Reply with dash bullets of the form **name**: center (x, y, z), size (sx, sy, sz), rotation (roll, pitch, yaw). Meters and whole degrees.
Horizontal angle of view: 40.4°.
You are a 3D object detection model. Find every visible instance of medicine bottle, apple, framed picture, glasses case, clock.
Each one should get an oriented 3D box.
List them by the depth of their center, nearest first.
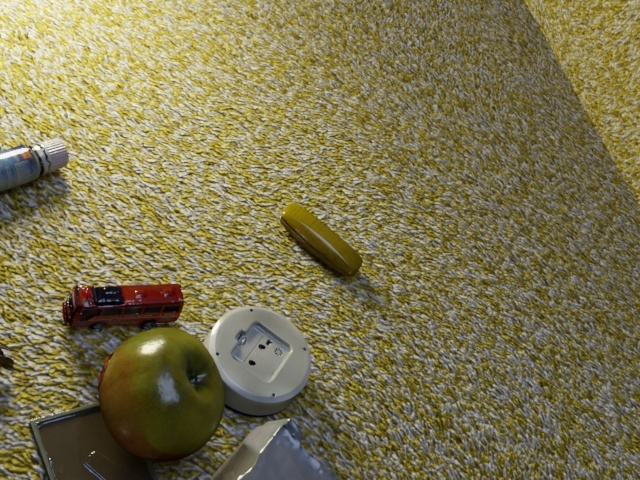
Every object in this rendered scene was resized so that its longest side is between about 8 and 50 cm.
- **framed picture**: center (-0.402, 0.417, 1.589), size (0.189, 0.023, 0.260), rotation (-11, 61, -35)
- **apple**: center (-0.288, 0.282, 1.611), size (0.261, 0.194, 0.260), rotation (47, 26, -32)
- **clock**: center (-0.135, 0.251, 1.832), size (0.230, 0.083, 0.230), rotation (15, 47, -17)
- **medicine bottle**: center (-0.645, -0.162, 1.876), size (0.203, 0.083, 0.083), rotation (-25, 70, -42)
- **glasses case**: center (0.000, 0.000, 2.115), size (0.234, 0.064, 0.079), rotation (40, 45, 5)

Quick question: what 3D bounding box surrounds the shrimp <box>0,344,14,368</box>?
- **shrimp**: center (-0.683, 0.216, 1.572), size (0.249, 0.068, 0.150), rotation (3, 66, -21)

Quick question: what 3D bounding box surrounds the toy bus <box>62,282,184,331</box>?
- **toy bus**: center (-0.399, 0.131, 1.770), size (0.235, 0.096, 0.073), rotation (1, 52, -30)

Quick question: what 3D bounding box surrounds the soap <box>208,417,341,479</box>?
- **soap**: center (-0.084, 0.533, 1.395), size (0.350, 0.435, 0.213), rotation (41, 46, 2)
